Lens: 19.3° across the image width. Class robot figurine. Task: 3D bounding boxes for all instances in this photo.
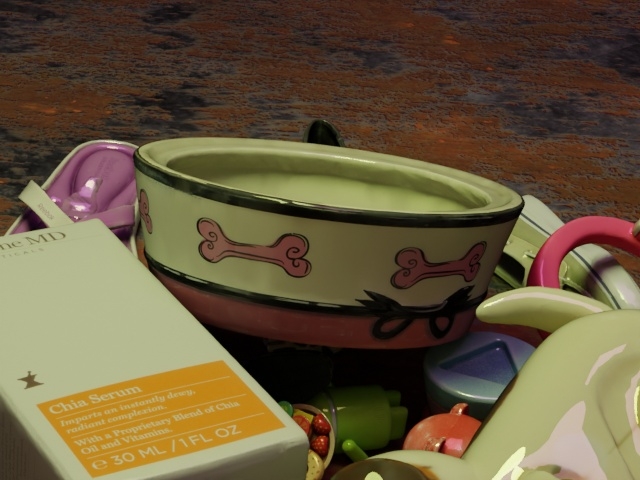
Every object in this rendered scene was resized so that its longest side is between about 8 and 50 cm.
[{"bbox_3d":[0.028,0.181,1.896,0.115,0.067,0.101,-5,42,-17],"label":"robot figurine"}]

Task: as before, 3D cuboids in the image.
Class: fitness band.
[{"bbox_3d":[0.357,0.087,1.999,0.291,0.054,0.209,37,56,6],"label":"fitness band"}]

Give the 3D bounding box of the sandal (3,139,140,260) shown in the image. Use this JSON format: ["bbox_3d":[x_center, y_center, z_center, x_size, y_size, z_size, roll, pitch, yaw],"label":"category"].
[{"bbox_3d":[-0.286,-0.035,2.208,0.169,0.102,0.416,4,29,0],"label":"sandal"}]

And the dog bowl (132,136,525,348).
[{"bbox_3d":[0.000,0.000,1.957,0.408,0.150,0.408,8,10,-1],"label":"dog bowl"}]

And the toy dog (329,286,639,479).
[{"bbox_3d":[0.176,0.226,1.569,0.408,0.284,0.395,-23,71,-24],"label":"toy dog"}]

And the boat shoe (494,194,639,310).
[{"bbox_3d":[0.279,0.051,2.165,0.094,0.109,0.302,-31,35,-10],"label":"boat shoe"}]

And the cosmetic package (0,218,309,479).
[{"bbox_3d":[-0.221,0.160,1.799,0.230,0.161,0.453,-12,32,-29],"label":"cosmetic package"}]

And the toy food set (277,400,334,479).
[{"bbox_3d":[-0.025,0.201,1.849,0.083,0.083,0.020,19,-4,27],"label":"toy food set"}]

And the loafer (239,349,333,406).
[{"bbox_3d":[-0.057,0.141,1.906,0.170,0.062,0.061,-15,9,28],"label":"loafer"}]

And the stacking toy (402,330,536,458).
[{"bbox_3d":[0.214,0.194,1.836,0.280,0.130,0.309,9,29,8],"label":"stacking toy"}]

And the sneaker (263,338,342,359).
[{"bbox_3d":[-0.011,0.099,2.065,0.071,0.068,0.170,7,16,35],"label":"sneaker"}]

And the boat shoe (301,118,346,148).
[{"bbox_3d":[0.010,-0.086,2.375,0.080,0.076,0.228,3,28,-4],"label":"boat shoe"}]
